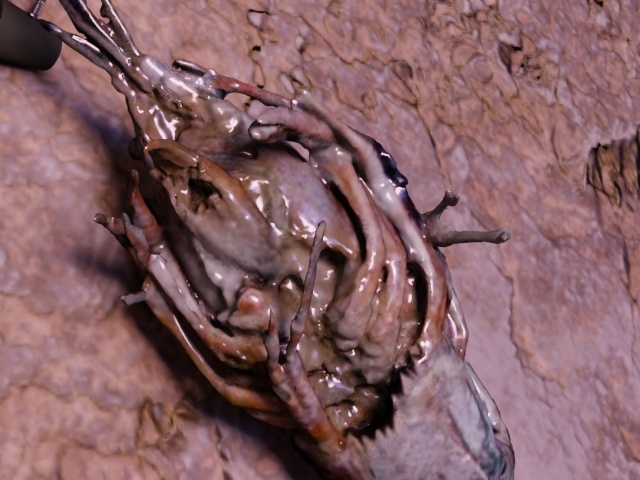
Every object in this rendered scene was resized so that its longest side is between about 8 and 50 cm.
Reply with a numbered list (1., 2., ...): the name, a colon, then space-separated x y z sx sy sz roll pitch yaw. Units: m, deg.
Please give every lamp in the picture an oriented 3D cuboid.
1. lamp: -0.144 -0.141 0.769 0.054 0.041 0.121 22 61 -38

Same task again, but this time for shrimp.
1. shrimp: 0.001 0.001 0.724 0.372 0.172 0.137 53 14 -26
